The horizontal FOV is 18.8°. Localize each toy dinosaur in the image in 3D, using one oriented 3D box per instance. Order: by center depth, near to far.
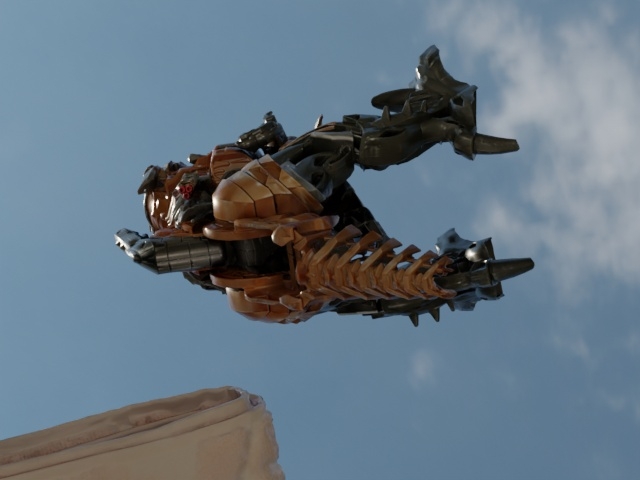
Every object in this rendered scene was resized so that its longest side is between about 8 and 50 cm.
[{"bbox_3d":[0.000,0.000,1.159,0.218,0.164,0.322,-13,-144,-21],"label":"toy dinosaur"}]

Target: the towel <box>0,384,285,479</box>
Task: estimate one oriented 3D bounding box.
[{"bbox_3d":[-0.149,0.250,0.802,0.317,0.053,0.332,-12,-74,-16],"label":"towel"}]
